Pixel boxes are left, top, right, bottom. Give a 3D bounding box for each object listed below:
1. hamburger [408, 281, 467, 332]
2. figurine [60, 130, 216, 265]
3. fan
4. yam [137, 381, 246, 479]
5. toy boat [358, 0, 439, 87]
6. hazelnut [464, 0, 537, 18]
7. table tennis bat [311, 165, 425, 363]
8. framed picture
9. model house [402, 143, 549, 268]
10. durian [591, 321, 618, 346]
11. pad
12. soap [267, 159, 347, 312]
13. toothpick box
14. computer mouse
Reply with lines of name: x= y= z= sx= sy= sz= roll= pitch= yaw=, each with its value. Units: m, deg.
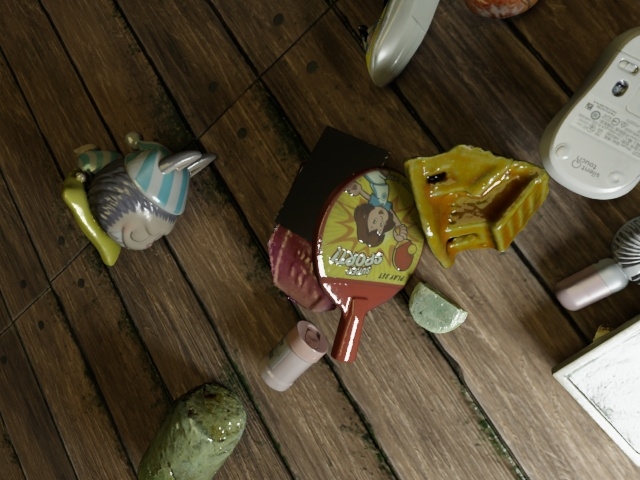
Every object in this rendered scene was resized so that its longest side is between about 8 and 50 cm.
hamburger: x=0.241 y=0.153 z=0.941 sx=0.121 sy=0.054 sz=0.084 roll=34 pitch=102 yaw=13
figurine: x=-0.462 y=-0.159 z=1.214 sx=0.378 sy=0.266 sz=0.361 roll=-21 pitch=51 yaw=-8
fan: x=0.546 y=0.049 z=0.796 sx=0.244 sy=0.074 sz=0.130 roll=-35 pitch=87 yaw=25
yam: x=-0.328 y=0.520 z=1.123 sx=0.195 sy=0.195 sz=0.300 roll=37 pitch=105 yaw=20
toy boat: x=0.160 y=-0.471 z=0.936 sx=0.141 sy=0.141 sz=0.269 roll=39 pitch=107 yaw=19
hazelnut: x=0.354 y=-0.505 z=0.855 sx=0.154 sy=0.143 sz=0.143 roll=2 pitch=91 yaw=32
table tennis bat: x=0.092 y=0.052 z=0.914 sx=0.051 sy=0.268 sz=0.414 roll=26 pitch=104 yaw=60
framed picture: x=0.611 y=0.225 z=0.756 sx=0.324 sy=0.020 sz=0.240 roll=-41 pitch=91 yaw=18
model house: x=0.302 y=-0.080 z=0.829 sx=0.239 sy=0.268 sz=0.173 roll=-12 pitch=65 yaw=22
durian: x=0.531 y=0.205 z=0.799 sx=0.052 sy=0.066 sz=0.130 roll=16 pitch=128 yaw=61
pad: x=0.020 y=-0.111 z=0.929 sx=0.164 sy=0.004 sz=0.243 roll=30 pitch=91 yaw=23
soap: x=0.000 y=0.000 z=1.010 sx=0.220 sy=0.127 sz=0.324 roll=28 pitch=102 yaw=24
toothpick box: x=-0.066 y=0.275 z=1.052 sx=0.149 sy=0.098 sz=0.098 roll=-47 pitch=72 yaw=17
computer mouse: x=0.520 y=-0.221 z=0.776 sx=0.184 sy=0.121 sz=0.296 roll=28 pitch=105 yaw=10
